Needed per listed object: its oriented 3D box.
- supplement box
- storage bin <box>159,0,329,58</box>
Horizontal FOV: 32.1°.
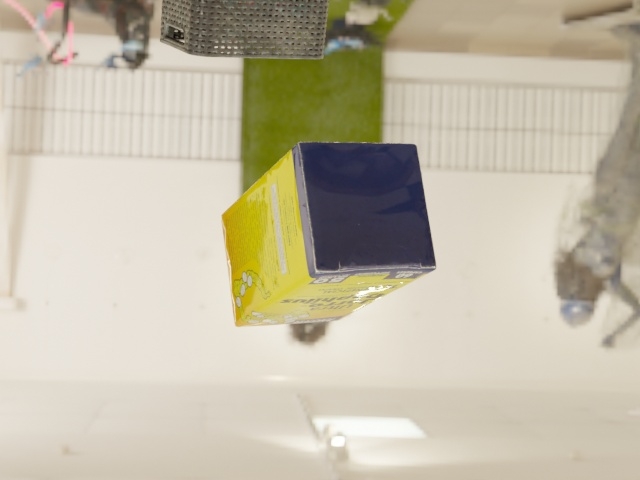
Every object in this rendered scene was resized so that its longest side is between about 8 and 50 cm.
[{"bbox_3d":[0.000,0.000,1.705,0.194,0.195,0.356,-2,165,-24],"label":"supplement box"},{"bbox_3d":[-0.091,-0.270,1.337,0.180,0.084,0.122,-5,-160,-30],"label":"storage bin"}]
